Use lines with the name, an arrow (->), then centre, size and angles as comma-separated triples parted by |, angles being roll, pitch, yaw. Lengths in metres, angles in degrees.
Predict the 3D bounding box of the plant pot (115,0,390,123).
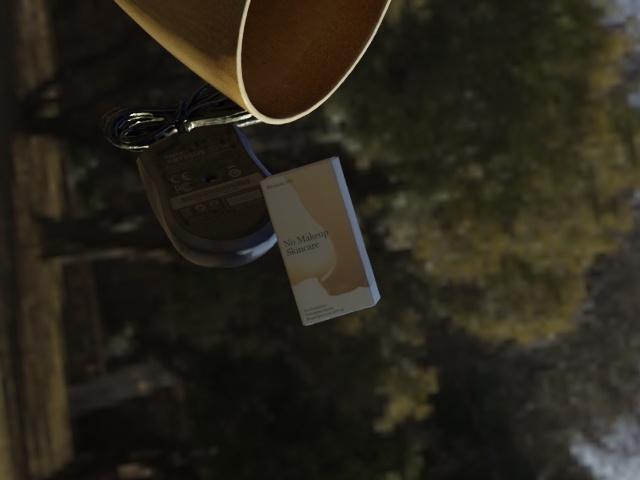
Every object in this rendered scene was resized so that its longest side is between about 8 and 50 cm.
plant pot -> -0.096, -0.256, 1.692 | 0.237, 0.254, 0.237 | -45, 150, -35

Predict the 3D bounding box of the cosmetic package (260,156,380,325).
cosmetic package -> 0.000, 0.000, 1.498 | 0.041, 0.060, 0.115 | -43, 115, -80

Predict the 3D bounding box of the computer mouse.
computer mouse -> -0.105, -0.054, 1.997 | 0.272, 0.188, 0.072 | -113, -167, -49
